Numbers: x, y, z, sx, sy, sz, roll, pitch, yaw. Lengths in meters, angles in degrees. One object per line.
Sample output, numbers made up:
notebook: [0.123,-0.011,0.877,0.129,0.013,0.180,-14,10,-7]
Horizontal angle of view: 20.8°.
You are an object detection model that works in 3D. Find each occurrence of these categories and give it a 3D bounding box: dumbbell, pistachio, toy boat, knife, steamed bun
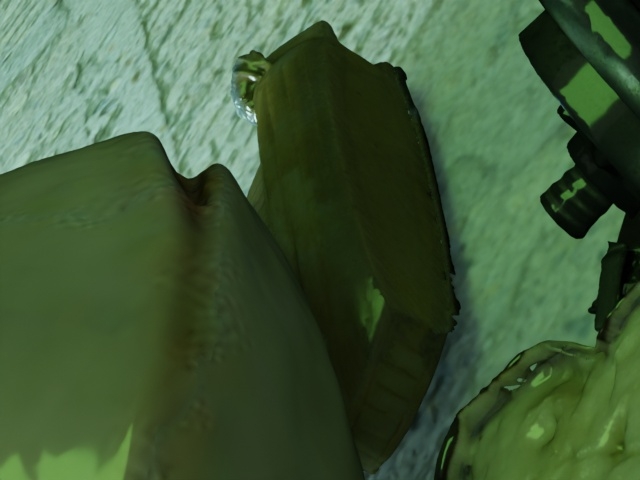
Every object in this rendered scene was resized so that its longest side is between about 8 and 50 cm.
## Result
dumbbell: [0.199,-0.105,0.694,0.290,0.192,0.192,-43,31,17]
pistachio: [-0.116,0.132,0.781,0.445,0.281,0.365,-131,60,-76]
toy boat: [0.000,0.000,0.964,0.121,0.089,0.321,-44,33,26]
knife: [0.145,0.009,0.818,0.045,0.021,0.222,2,60,52]
steamed bun: [0.137,0.111,0.646,0.177,0.106,0.192,-43,30,25]
